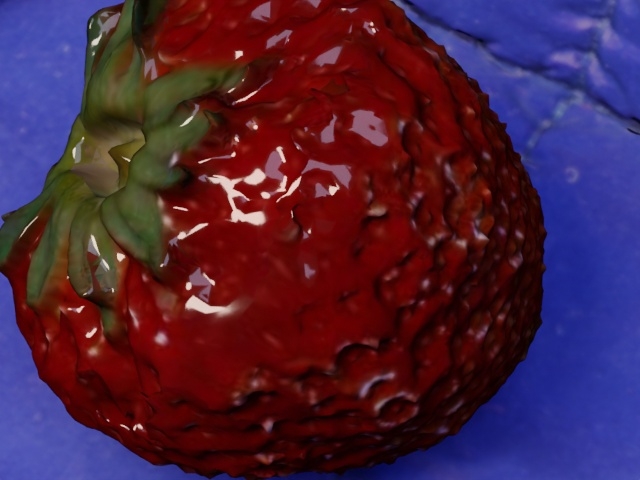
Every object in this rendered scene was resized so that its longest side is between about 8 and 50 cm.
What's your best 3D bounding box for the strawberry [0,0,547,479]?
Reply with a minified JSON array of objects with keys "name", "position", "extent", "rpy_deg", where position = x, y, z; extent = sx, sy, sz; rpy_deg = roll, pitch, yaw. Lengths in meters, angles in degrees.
[{"name":"strawberry","position":[0.000,0.000,0.882],"extent":[0.277,0.257,0.257],"rpy_deg":[19,58,-35]}]
